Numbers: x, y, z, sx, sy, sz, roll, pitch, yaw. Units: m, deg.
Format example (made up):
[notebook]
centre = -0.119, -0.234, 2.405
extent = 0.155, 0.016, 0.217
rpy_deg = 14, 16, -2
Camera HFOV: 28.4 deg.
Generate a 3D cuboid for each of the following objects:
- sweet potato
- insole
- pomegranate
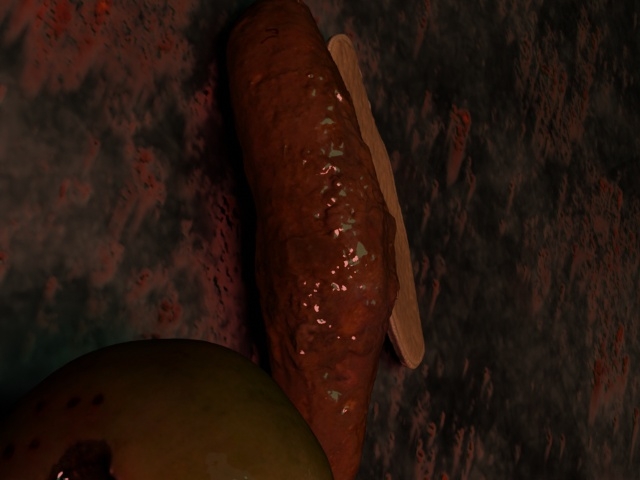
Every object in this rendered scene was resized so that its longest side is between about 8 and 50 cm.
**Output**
[sweet potato]
centre = 0.001, -0.002, 0.801
extent = 0.092, 0.114, 0.341
rpy_deg = -6, 84, -16
[insole]
centre = 0.042, -0.027, 0.907
extent = 0.081, 0.011, 0.247
rpy_deg = -44, 122, -64
[pomegranate]
centre = -0.066, 0.140, 0.627
extent = 0.210, 0.179, 0.179
rpy_deg = 10, 73, -50
